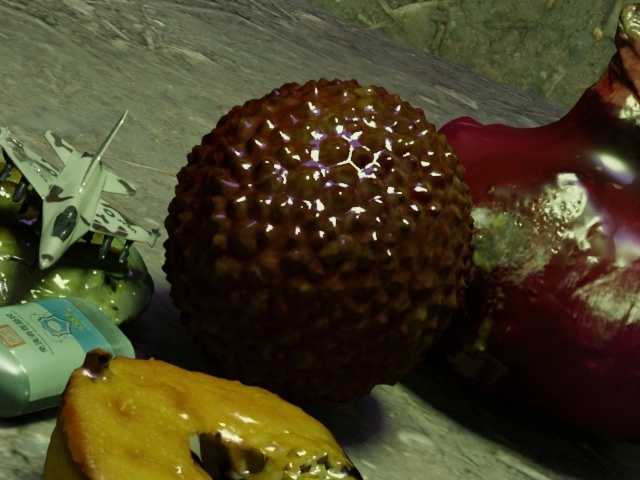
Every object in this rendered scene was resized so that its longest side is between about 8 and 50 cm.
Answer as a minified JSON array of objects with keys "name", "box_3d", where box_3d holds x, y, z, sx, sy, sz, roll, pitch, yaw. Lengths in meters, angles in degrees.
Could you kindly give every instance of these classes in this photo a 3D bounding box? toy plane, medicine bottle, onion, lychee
[{"name":"toy plane","box_3d":[-0.205,-0.023,1.342,0.160,0.082,0.234,35,34,-12]},{"name":"medicine bottle","box_3d":[-0.227,0.088,1.219,0.090,0.054,0.208,44,26,22]},{"name":"onion","box_3d":[0.275,-0.030,1.653,0.398,0.420,0.398,29,8,-5]},{"name":"lychee","box_3d":[0.000,0.000,1.418,0.275,0.276,0.304,33,35,24]}]

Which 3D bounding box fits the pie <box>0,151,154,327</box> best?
[{"name":"pie","box_3d":[-0.288,-0.012,1.408,0.306,0.071,0.306,22,18,-7]}]

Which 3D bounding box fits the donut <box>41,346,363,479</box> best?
[{"name":"donut","box_3d":[-0.072,0.170,1.100,0.253,0.118,0.253,23,15,-7]}]
